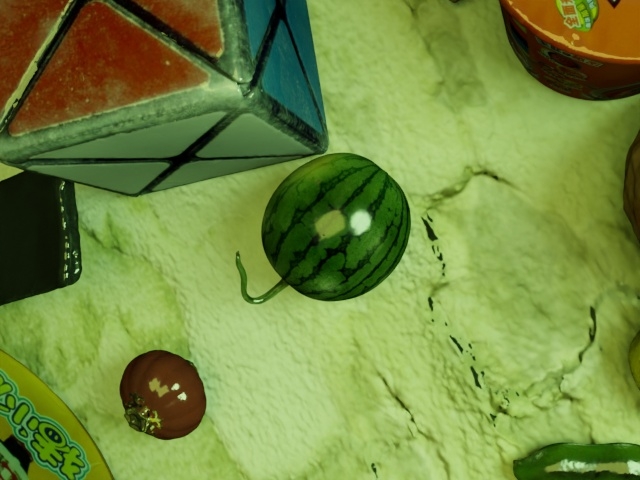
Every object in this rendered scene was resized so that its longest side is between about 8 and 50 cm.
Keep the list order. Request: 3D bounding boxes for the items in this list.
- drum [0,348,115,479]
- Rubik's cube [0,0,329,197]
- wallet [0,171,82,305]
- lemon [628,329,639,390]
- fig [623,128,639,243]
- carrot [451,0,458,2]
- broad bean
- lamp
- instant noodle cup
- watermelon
[{"bbox_3d":[-0.385,0.283,0.589,0.214,0.431,0.431,-41,77,8],"label":"drum"},{"bbox_3d":[-0.155,-0.195,0.649,0.254,0.260,0.259,-10,81,15],"label":"Rubik's cube"},{"bbox_3d":[-0.357,0.001,0.749,0.285,0.030,0.146,-14,78,37],"label":"wallet"},{"bbox_3d":[0.321,0.113,0.589,0.082,0.082,0.111,-34,80,10],"label":"lemon"},{"bbox_3d":[0.431,-0.003,0.514,0.286,0.286,0.369,-41,108,8],"label":"fig"},{"bbox_3d":[0.151,-0.386,0.669,0.101,0.102,0.263,19,89,15],"label":"carrot"},{"bbox_3d":[0.296,0.225,0.609,0.226,0.039,0.069,14,95,15],"label":"broad bean"},{"bbox_3d":[-0.168,0.166,0.707,0.101,0.090,0.101,19,127,28],"label":"lamp"},{"bbox_3d":[0.264,-0.245,0.576,0.250,0.192,0.251,-1,86,15],"label":"instant noodle cup"},{"bbox_3d":[0.000,0.000,0.653,0.187,0.140,0.141,-43,77,11],"label":"watermelon"}]
